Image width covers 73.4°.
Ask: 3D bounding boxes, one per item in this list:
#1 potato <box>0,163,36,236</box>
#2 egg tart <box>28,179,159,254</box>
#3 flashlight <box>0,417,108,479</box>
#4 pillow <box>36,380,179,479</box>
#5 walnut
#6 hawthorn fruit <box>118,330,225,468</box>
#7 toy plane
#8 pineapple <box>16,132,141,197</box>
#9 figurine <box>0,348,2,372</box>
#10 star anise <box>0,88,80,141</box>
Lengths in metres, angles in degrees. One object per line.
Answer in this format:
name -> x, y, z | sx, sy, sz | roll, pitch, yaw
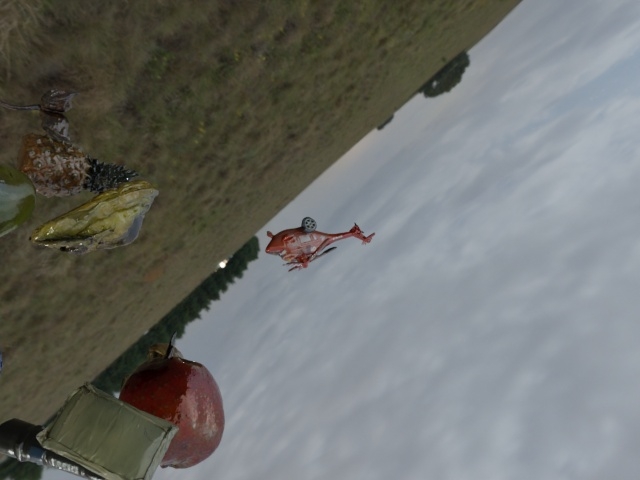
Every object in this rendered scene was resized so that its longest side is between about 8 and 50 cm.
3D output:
potato -> -0.682, -0.071, 0.820 | 0.143, 0.169, 0.248 | 2, -159, 38
egg tart -> -0.511, -0.039, 1.002 | 0.297, 0.132, 0.297 | -21, -167, 5
flashlight -> -0.733, 0.596, 1.212 | 0.424, 0.103, 0.103 | 7, -154, 16
pillow -> -0.360, 0.330, 0.730 | 0.053, 0.208, 0.119 | 97, 18, -70
walnut -> -0.490, 0.447, 1.320 | 0.238, 0.204, 0.141 | -47, 151, 15
hawthorn fruit -> -0.344, 0.369, 1.016 | 0.254, 0.254, 0.300 | 151, -54, -62
toy plane -> 0.002, -0.003, 0.716 | 0.194, 0.077, 0.126 | -20, 164, -12
pineapple -> -0.625, -0.179, 1.122 | 0.279, 0.158, 0.158 | 8, 147, -42
figurine -> -0.323, 0.077, 0.314 | 0.121, 0.164, 0.262 | -42, 153, -41
star anise -> -0.707, -0.340, 0.988 | 0.227, 0.218, 0.148 | -5, 155, -49
